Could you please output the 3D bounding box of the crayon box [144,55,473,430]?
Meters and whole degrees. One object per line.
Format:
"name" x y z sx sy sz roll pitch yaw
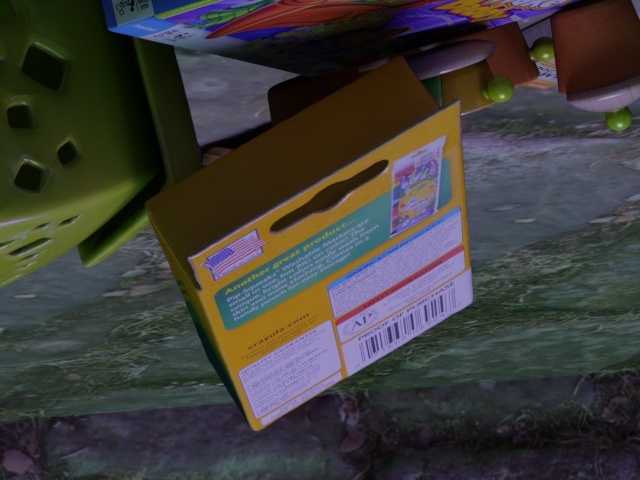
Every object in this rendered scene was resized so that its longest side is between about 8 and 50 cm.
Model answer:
"crayon box" 0.000 0.000 1.273 0.203 0.083 0.323 -30 156 -8

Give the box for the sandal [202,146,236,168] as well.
"sandal" -0.084 -0.073 1.742 0.180 0.049 0.072 -32 162 25

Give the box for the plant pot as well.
"plant pot" -0.218 -0.087 1.265 0.207 0.228 0.227 -9 167 -28

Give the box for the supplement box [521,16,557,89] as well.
"supplement box" 0.206 -0.165 1.562 0.062 0.036 0.098 5 161 -41

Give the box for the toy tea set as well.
"toy tea set" 0.105 -0.093 1.394 0.200 0.124 0.336 -24 -168 -35

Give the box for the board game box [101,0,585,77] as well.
"board game box" 0.032 -0.185 1.176 0.233 0.078 0.347 -14 175 20
